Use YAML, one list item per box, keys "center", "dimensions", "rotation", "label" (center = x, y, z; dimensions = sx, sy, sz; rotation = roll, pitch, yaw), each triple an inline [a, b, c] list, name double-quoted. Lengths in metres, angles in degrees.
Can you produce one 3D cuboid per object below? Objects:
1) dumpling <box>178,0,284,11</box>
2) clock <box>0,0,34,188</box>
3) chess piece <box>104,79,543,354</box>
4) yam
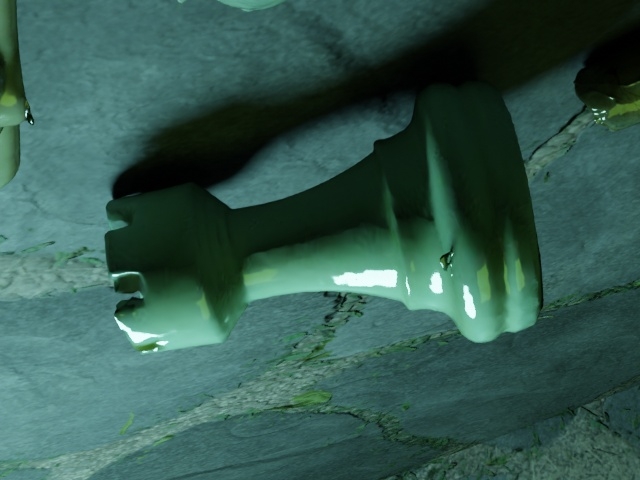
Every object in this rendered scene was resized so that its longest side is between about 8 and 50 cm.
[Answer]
- center: [-0.018, -0.182, 0.545]
  dimensions: [0.108, 0.152, 0.219]
  rotation: [35, 156, -13]
  label: "dumpling"
- center: [-0.283, -0.078, 0.516]
  dimensions: [0.310, 0.114, 0.284]
  rotation: [-11, 163, -17]
  label: "clock"
- center: [0.000, 0.000, 0.908]
  dimensions: [0.299, 0.194, 0.194]
  rotation: [-11, 160, 3]
  label: "chess piece"
- center: [0.345, -0.171, 0.924]
  dimensions: [0.317, 0.071, 0.067]
  rotation: [-26, 122, 18]
  label: "yam"
